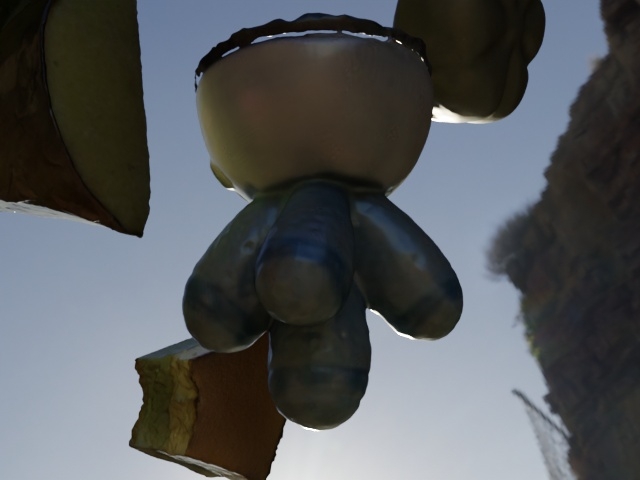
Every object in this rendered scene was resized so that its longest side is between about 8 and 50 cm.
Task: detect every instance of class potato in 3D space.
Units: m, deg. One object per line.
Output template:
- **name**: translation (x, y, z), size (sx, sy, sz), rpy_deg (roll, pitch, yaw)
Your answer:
- **potato**: translation (-0.279, -0.093, 0.903), size (0.255, 0.269, 0.112), rpy_deg (-26, -32, 35)

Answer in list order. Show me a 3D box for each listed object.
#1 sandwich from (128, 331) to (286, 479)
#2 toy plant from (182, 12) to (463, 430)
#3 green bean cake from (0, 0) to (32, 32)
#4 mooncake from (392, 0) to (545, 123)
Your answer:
- **sandwich**: translation (-0.126, 0.167, 1.202), size (0.108, 0.220, 0.186), rpy_deg (-1, -26, 38)
- **toy plant**: translation (0.000, 0.000, 0.874), size (0.247, 0.332, 0.247), rpy_deg (-3, -17, -1)
- **green bean cake**: translation (-0.341, -0.291, 0.998), size (0.250, 0.156, 0.247), rpy_deg (-44, -26, -23)
- **mooncake**: translation (0.200, -0.280, 1.292), size (0.275, 0.135, 0.275), rpy_deg (-31, -52, -49)
